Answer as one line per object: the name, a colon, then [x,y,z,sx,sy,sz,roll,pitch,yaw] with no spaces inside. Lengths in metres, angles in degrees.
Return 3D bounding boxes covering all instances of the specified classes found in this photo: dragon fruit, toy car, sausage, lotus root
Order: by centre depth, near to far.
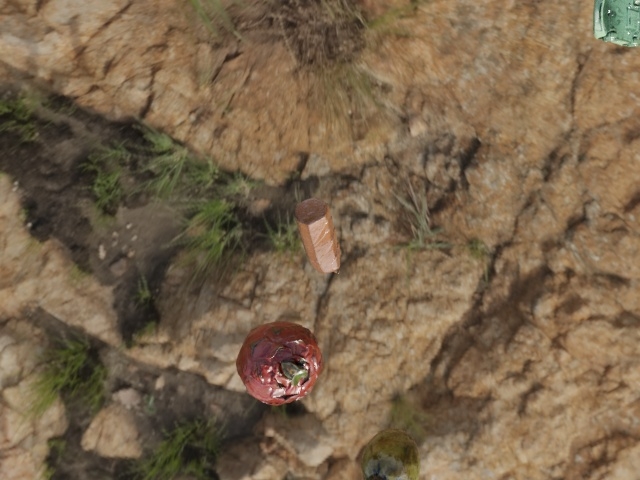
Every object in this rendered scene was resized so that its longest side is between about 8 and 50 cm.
toy car: [0.499,-0.380,1.421,0.058,0.186,0.094,9,101,40]
sausage: [0.000,0.000,1.456,0.065,0.065,0.169,-11,141,4]
dragon fruit: [-0.081,0.245,1.667,0.172,0.209,0.173,0,84,2]
lotus root: [0.161,0.491,1.878,0.138,0.214,0.139,6,118,12]
